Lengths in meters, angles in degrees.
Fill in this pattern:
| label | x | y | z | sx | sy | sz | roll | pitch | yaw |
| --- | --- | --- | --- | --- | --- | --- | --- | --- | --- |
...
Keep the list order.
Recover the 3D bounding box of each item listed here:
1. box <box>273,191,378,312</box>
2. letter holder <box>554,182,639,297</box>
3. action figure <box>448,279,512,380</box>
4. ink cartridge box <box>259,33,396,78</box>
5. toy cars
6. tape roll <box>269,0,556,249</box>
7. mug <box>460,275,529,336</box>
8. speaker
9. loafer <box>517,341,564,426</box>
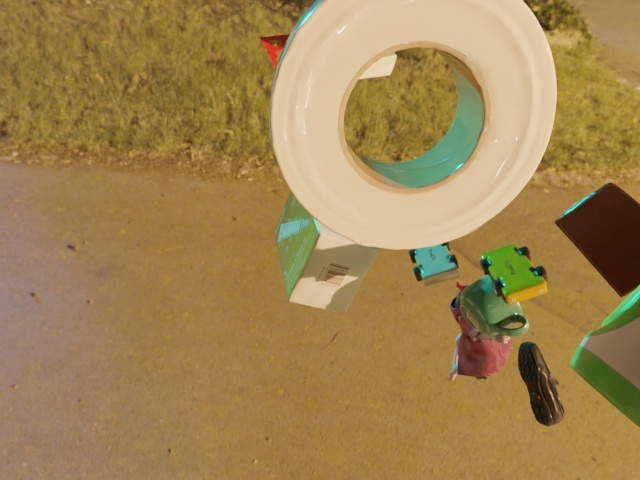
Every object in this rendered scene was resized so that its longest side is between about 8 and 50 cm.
| label | x | y | z | sx | sy | sz | roll | pitch | yaw |
| --- | --- | --- | --- | --- | --- | --- | --- | --- | --- |
| box | 0.000 | 0.000 | 1.398 | 0.168 | 0.215 | 0.345 | 15 | 27 | -20 |
| letter holder | 0.927 | -0.018 | 1.569 | 0.301 | 0.214 | 0.152 | 53 | 32 | 12 |
| action figure | 0.522 | 0.279 | 1.735 | 0.276 | 0.370 | 0.248 | -16 | 27 | 31 |
| ink cartridge box | 0.012 | -0.388 | 1.009 | 0.225 | 0.056 | 0.181 | -12 | 56 | -19 |
| toy cars | 0.338 | 0.075 | 1.126 | 0.176 | 0.087 | 0.394 | -35 | 24 | -28 |
| tape roll | 0.089 | -0.136 | 0.532 | 0.286 | 0.286 | 0.100 | 2 | 25 | -4 |
| mug | 0.391 | 0.157 | 1.167 | 0.097 | 0.129 | 0.158 | -31 | 4 | -5 |
| speaker | 0.394 | 0.055 | 0.494 | 0.296 | 0.131 | 0.131 | -48 | 51 | 6 |
| loafer | 0.583 | 0.372 | 1.330 | 0.078 | 0.076 | 0.223 | -14 | 85 | -20 |
